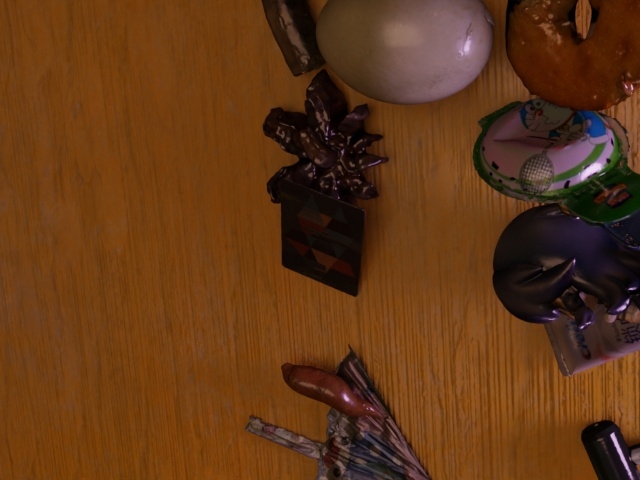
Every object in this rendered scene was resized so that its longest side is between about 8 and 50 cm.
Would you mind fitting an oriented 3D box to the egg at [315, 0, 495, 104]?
[{"bbox_3d":[0.113,-0.281,1.177,0.253,0.186,0.187,6,103,21],"label":"egg"}]

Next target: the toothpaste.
[{"bbox_3d":[0.470,0.101,1.182,0.323,0.066,0.100,-22,86,29],"label":"toothpaste"}]

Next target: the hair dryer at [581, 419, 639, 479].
[{"bbox_3d":[0.483,0.290,1.225,0.197,0.057,0.101,-22,92,16],"label":"hair dryer"}]

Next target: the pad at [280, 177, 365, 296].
[{"bbox_3d":[0.000,0.000,1.315,0.142,0.003,0.211,22,143,17],"label":"pad"}]

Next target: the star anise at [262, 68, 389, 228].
[{"bbox_3d":[-0.006,-0.131,1.305,0.214,0.099,0.220,-44,83,20],"label":"star anise"}]

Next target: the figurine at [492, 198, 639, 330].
[{"bbox_3d":[0.363,0.040,1.146,0.264,0.175,0.197,-5,71,23],"label":"figurine"}]

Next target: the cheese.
[{"bbox_3d":[0.326,-0.097,1.110,0.320,0.203,0.083,49,162,45],"label":"cheese"}]

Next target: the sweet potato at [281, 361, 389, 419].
[{"bbox_3d":[0.022,0.246,1.381,0.194,0.056,0.057,27,110,10],"label":"sweet potato"}]

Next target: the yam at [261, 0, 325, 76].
[{"bbox_3d":[-0.067,-0.403,1.290,0.071,0.067,0.318,-18,92,38],"label":"yam"}]

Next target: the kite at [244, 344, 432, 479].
[{"bbox_3d":[0.039,0.366,1.435,0.368,0.014,0.406,18,108,19],"label":"kite"}]

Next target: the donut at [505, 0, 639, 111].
[{"bbox_3d":[0.342,-0.289,1.080,0.253,0.118,0.254,31,132,41],"label":"donut"}]
